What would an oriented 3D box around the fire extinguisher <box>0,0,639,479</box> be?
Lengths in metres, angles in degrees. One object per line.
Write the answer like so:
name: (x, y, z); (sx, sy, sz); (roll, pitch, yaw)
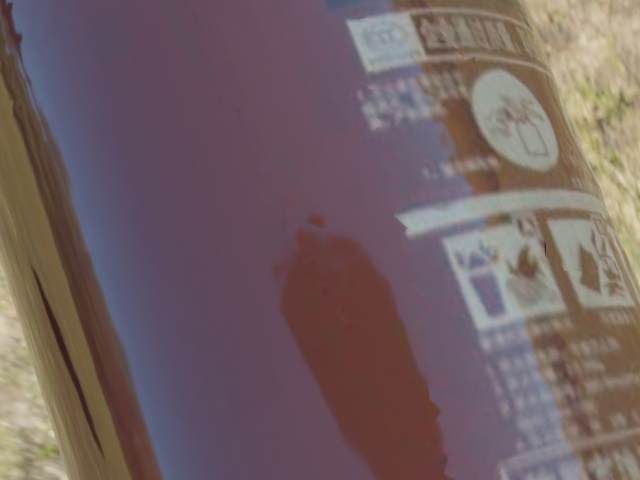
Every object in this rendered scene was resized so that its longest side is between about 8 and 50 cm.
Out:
fire extinguisher: (0.000, 0.000, 0.388); (0.114, 0.135, 0.337); (-26, 73, 20)
